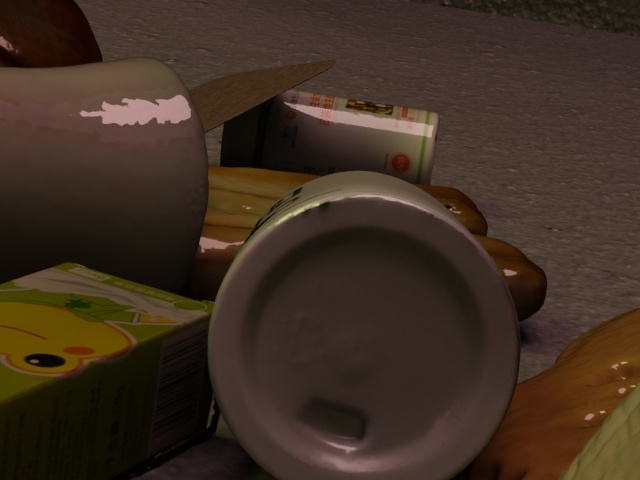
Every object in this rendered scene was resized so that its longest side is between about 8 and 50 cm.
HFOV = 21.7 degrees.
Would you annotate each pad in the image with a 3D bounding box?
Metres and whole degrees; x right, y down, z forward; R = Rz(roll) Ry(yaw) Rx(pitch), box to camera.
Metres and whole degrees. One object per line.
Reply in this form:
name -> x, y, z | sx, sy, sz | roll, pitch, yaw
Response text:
pad -> -0.123, -0.094, 1.358 | 0.266, 0.002, 0.176 | -31, 19, -38

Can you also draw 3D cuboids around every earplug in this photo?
earplug -> -0.237, -0.035, 0.976 | 0.301, 0.172, 0.172 | 2, 16, -36

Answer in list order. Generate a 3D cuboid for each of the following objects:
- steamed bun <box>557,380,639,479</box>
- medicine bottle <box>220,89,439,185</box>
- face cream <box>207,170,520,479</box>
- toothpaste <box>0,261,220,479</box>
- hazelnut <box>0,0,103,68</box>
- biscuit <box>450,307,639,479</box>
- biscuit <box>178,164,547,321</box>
steamed bun -> 0.146, 0.149, 0.551 | 0.154, 0.200, 0.250 | 32, 20, -3
medicine bottle -> 0.009, -0.084, 1.465 | 0.183, 0.086, 0.086 | 9, 16, 2
face cream -> 0.018, 0.034, 0.926 | 0.145, 0.145, 0.370 | 8, 5, -2
toothpaste -> -0.172, 0.087, 0.801 | 0.110, 0.077, 0.327 | 16, 18, 24
hazelnut -> -0.268, -0.108, 1.179 | 0.229, 0.230, 0.229 | 8, 16, -2
biscuit -> 0.187, 0.079, 0.859 | 0.275, 0.052, 0.355 | -5, 15, 44
biscuit -> 0.000, 0.000, 1.213 | 0.290, 0.062, 0.237 | 4, 16, -15
